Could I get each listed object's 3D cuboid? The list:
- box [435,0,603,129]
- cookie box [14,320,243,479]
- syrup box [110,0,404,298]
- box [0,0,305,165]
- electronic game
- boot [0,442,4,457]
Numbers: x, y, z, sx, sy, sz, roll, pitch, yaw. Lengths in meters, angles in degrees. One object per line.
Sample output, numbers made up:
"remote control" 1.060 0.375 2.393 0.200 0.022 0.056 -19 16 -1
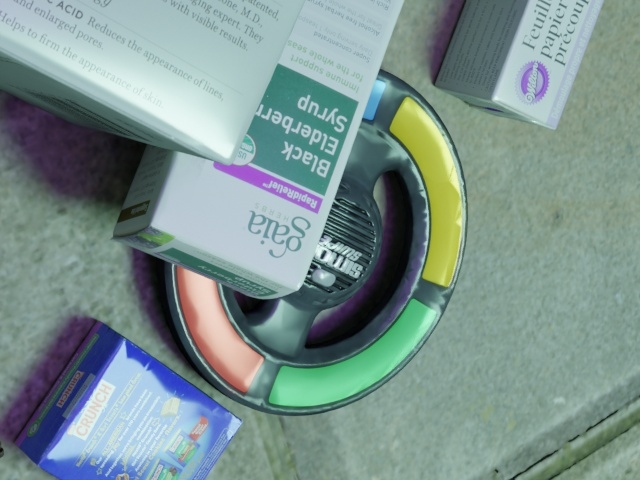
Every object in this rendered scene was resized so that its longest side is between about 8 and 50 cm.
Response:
"box" 0.170 -0.237 1.080 0.063 0.067 0.324 20 90 -36
"cookie box" -0.115 0.116 0.993 0.107 0.040 0.092 40 79 -35
"syrup box" -0.027 -0.093 0.930 0.093 0.096 0.237 24 77 -17
"box" -0.131 -0.135 0.829 0.182 0.181 0.119 27 84 -35
"electronic game" 0.000 0.000 1.037 0.229 0.048 0.229 -10 108 -32
"boot" -0.212 0.063 0.920 0.106 0.037 0.114 16 89 -38
